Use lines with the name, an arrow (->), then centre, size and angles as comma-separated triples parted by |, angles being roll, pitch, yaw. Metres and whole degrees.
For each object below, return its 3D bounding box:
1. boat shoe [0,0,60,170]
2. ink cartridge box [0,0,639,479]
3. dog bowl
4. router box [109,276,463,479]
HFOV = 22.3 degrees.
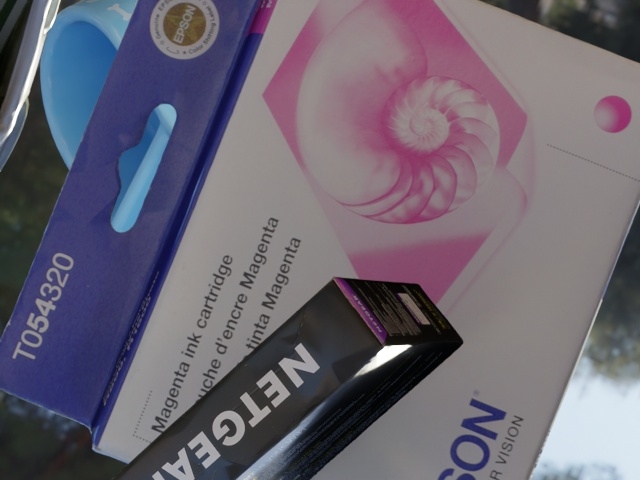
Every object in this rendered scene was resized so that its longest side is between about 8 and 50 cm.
boat shoe -> -0.139, -0.052, 0.537 | 0.083, 0.226, 0.076 | 16, -146, -17
ink cartridge box -> 0.000, 0.000, 0.950 | 0.330, 0.324, 0.071 | 21, 180, 5
dog bowl -> -0.096, -0.049, 1.106 | 0.074, 0.166, 0.297 | -19, -113, -36
router box -> -0.022, 0.092, 0.817 | 0.046, 0.179, 0.133 | 51, -166, 16
